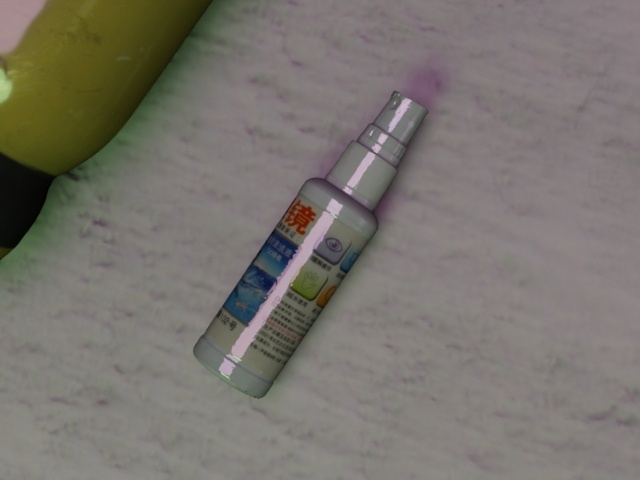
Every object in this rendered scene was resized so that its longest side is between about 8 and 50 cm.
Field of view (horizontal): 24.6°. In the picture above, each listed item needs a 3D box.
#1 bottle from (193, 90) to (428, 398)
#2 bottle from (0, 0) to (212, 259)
[{"bbox_3d":[0.000,0.000,0.951,0.060,0.060,0.217,36,91,14],"label":"bottle"},{"bbox_3d":[-0.188,-0.134,0.954,0.171,0.171,0.351,37,94,14],"label":"bottle"}]
